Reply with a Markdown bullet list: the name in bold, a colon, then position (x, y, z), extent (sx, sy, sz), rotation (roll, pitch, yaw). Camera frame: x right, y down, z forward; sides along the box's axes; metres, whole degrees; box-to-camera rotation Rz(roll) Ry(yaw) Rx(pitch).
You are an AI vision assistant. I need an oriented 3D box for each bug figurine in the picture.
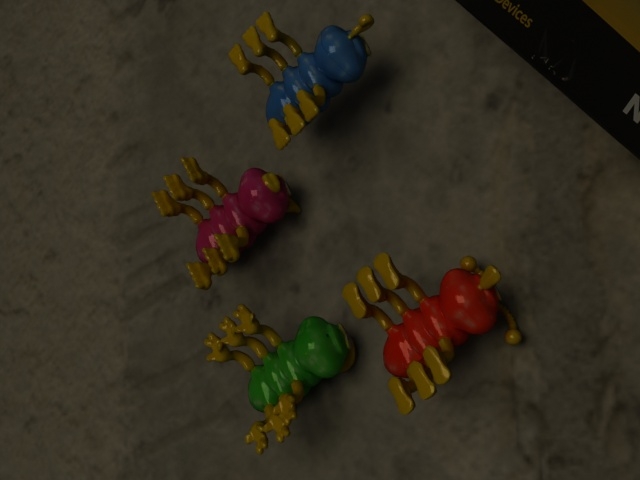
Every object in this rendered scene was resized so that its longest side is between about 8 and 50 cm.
- **bug figurine**: position (0.000, 0.000, 0.796), extent (0.216, 0.072, 0.279), rotation (-39, 63, 30)

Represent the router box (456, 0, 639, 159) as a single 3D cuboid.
- **router box**: position (0.212, -0.175, 0.657), extent (0.309, 0.081, 0.243), rotation (49, 116, 35)
